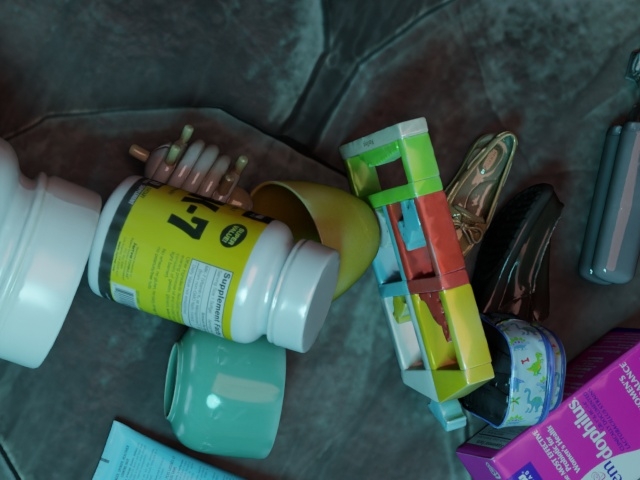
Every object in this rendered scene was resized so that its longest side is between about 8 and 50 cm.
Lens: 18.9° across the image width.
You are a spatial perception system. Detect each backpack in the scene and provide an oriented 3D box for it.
[{"bbox_3d":[0.186,0.124,1.826,0.084,0.114,0.105,0,102,-17],"label":"backpack"}]

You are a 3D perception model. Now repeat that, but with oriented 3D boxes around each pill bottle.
[{"bbox_3d":[-0.096,0.024,1.748,0.208,0.119,0.119,18,82,11],"label":"pill bottle"},{"bbox_3d":[-0.392,-0.026,1.699,0.361,0.204,0.204,20,82,-13],"label":"pill bottle"}]

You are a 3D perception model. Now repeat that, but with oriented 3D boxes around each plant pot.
[{"bbox_3d":[0.000,0.000,1.851,0.095,0.134,0.134,-14,90,-36],"label":"plant pot"}]

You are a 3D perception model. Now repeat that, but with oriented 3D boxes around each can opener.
[{"bbox_3d":[0.342,-0.088,1.964,0.095,0.076,0.283,14,84,-13],"label":"can opener"}]

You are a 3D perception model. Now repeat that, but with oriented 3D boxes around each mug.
[{"bbox_3d":[-0.095,0.130,1.817,0.097,0.158,0.129,7,119,-12],"label":"mug"}]

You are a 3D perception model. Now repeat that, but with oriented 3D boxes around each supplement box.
[{"bbox_3d":[0.262,0.193,1.907,0.220,0.114,0.111,-36,97,-12],"label":"supplement box"}]

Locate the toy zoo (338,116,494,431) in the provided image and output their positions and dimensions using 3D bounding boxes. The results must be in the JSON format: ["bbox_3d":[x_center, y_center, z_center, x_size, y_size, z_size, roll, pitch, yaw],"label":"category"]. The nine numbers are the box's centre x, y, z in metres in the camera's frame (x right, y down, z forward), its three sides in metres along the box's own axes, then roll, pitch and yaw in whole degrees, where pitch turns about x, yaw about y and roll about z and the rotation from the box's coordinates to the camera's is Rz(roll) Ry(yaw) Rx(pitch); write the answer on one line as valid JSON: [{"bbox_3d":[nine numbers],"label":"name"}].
[{"bbox_3d":[0.095,0.037,1.830,0.030,0.192,0.293,-16,90,-16],"label":"toy zoo"}]

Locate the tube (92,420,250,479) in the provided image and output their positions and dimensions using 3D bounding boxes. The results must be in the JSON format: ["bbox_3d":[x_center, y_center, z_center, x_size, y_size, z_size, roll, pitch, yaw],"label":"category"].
[{"bbox_3d":[-0.115,0.245,1.839,0.207,0.052,0.080,20,77,-8],"label":"tube"}]

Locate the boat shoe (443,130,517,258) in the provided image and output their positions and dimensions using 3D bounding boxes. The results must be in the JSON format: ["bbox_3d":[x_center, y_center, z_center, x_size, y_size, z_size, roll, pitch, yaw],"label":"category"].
[{"bbox_3d":[0.153,-0.041,1.924,0.056,0.048,0.153,32,79,-11],"label":"boat shoe"}]

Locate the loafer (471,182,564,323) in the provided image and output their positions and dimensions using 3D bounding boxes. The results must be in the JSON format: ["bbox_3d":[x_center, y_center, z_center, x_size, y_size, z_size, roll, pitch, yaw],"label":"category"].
[{"bbox_3d":[0.194,0.049,1.921,0.078,0.080,0.220,24,90,-16],"label":"loafer"}]

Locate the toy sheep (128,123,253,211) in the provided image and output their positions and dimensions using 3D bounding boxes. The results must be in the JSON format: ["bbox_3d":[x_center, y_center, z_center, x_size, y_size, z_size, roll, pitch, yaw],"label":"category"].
[{"bbox_3d":[-0.123,-0.059,1.834,0.132,0.091,0.091,33,79,1],"label":"toy sheep"}]
